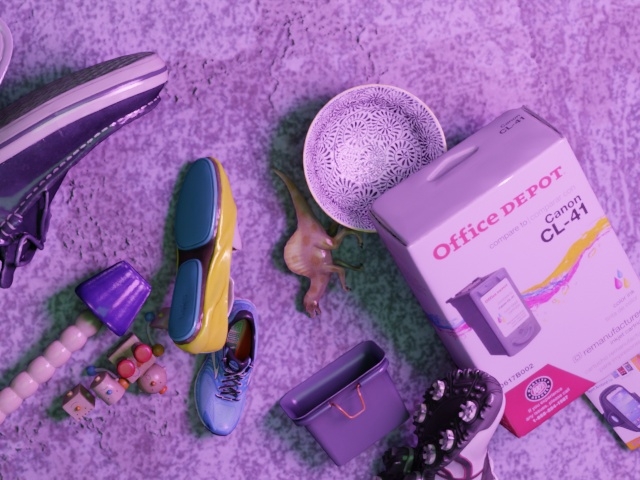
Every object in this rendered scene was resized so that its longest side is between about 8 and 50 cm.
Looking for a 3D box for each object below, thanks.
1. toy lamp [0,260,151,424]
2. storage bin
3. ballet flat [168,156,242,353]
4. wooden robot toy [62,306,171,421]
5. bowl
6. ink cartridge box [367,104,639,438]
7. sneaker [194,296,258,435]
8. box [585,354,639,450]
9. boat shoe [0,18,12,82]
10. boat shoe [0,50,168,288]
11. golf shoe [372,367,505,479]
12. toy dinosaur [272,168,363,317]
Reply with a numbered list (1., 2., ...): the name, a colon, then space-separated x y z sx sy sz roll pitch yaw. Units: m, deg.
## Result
1. toy lamp: -0.305 0.133 1.897 0.275 0.080 0.080 -45 100 -5
2. storage bin: 0.038 0.198 1.959 0.135 0.098 0.091 -35 109 -6
3. ballet flat: -0.127 0.021 1.919 0.077 0.077 0.231 22 66 -43
4. wooden robot toy: -0.210 0.157 1.922 0.173 0.076 0.079 -43 111 -4
5. bowl: 0.056 -0.097 1.943 0.170 0.080 0.170 -1 95 -10
6. ink cartridge box: 0.228 0.038 1.915 0.226 0.131 0.306 -35 120 -4
7. sneaker: -0.108 0.148 1.934 0.063 0.073 0.162 8 92 -11
8. box: 0.371 0.184 2.023 0.081 0.028 0.136 -34 103 34
9. boat shoe: -0.409 -0.096 1.707 0.114 0.091 0.302 35 75 -9
10. boat shoe: -0.363 -0.035 1.829 0.500 0.187 0.156 -36 105 -1
11. golf shoe: 0.159 0.244 1.929 0.120 0.105 0.273 12 136 -20
12. toy dinosaur: 0.000 0.000 1.954 0.092 0.053 0.183 -11 96 -8
